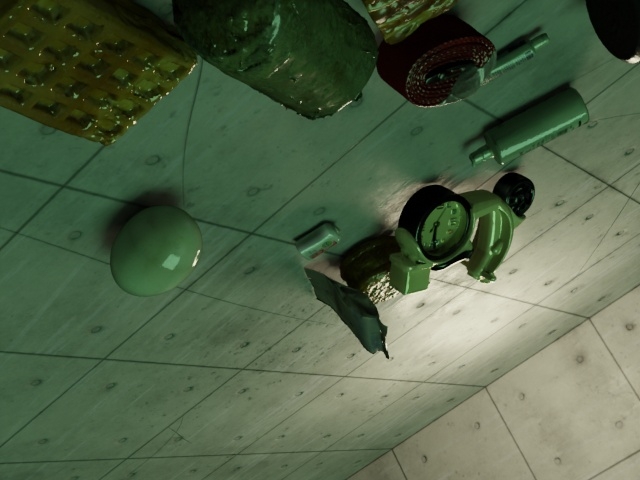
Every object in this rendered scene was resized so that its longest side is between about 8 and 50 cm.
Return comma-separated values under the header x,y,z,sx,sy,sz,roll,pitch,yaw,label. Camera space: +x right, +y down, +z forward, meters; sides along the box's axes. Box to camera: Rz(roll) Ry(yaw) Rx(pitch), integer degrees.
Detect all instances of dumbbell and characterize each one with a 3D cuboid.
x,y,z,sx,sy,sz,roll,pitch,yaw,label
0.655,-0.464,1.718,0.322,0.204,0.204,-24,154,-5,dumbbell

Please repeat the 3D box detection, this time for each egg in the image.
x,y,z,sx,sy,sz,roll,pitch,yaw,label
-0.306,0.023,1.785,0.151,0.151,0.209,3,147,-45,egg

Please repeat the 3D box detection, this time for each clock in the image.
x,y,z,sx,sy,sz,roll,pitch,yaw,label
0.334,-0.014,2.269,0.379,0.120,0.277,-7,117,-31,clock

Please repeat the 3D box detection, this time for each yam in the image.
x,y,z,sx,sy,sz,roll,pitch,yaw,label
-0.061,-0.301,1.370,0.195,0.195,0.300,-36,153,18,yam

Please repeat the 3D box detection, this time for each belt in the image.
x,y,z,sx,sy,sz,roll,pitch,yaw,label
0.193,-0.314,1.664,0.200,0.124,0.128,-18,133,-27,belt

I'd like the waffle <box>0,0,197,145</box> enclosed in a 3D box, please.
x,y,z,sx,sy,sz,roll,pitch,yaw,label
-0.338,-0.253,1.320,0.224,0.098,0.327,-35,152,20,waffle

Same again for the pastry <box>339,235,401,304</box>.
x,y,z,sx,sy,sz,roll,pitch,yaw,label
0.140,0.074,2.336,0.188,0.103,0.189,-21,154,-11,pastry

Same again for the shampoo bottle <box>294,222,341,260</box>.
x,y,z,sx,sy,sz,roll,pitch,yaw,label
0.000,0.000,2.143,0.099,0.043,0.072,-32,153,11,shampoo bottle

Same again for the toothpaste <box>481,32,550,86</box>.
x,y,z,sx,sy,sz,roll,pitch,yaw,label
0.339,-0.333,1.857,0.216,0.037,0.062,-30,154,16,toothpaste

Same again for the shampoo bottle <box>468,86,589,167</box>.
x,y,z,sx,sy,sz,roll,pitch,yaw,label
0.439,-0.232,2.075,0.262,0.085,0.085,-27,154,2,shampoo bottle

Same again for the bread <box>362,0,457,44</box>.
x,y,z,sx,sy,sz,roll,pitch,yaw,label
0.180,-0.429,1.454,0.274,0.114,0.185,-30,153,10,bread

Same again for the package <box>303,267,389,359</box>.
x,y,z,sx,sy,sz,roll,pitch,yaw,label
0.075,0.165,2.309,0.062,0.251,0.204,-45,156,-16,package
